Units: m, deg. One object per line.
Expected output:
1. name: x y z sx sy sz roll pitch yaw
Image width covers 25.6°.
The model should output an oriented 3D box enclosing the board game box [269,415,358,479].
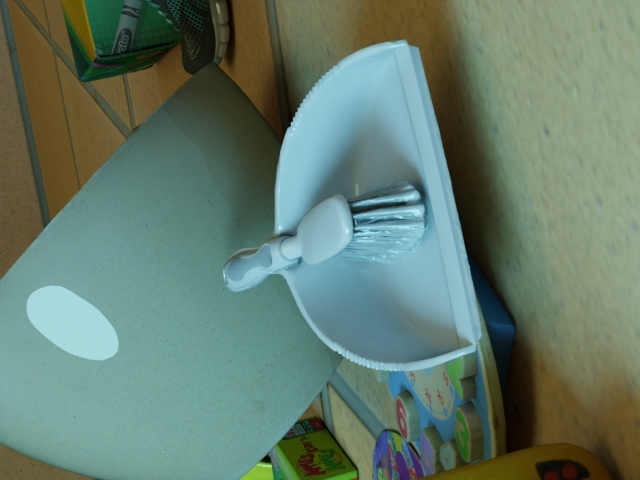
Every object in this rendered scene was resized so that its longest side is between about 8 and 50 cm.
1. board game box: 0.002 0.237 1.075 0.092 0.043 0.181 -135 35 -62

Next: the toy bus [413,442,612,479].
1. toy bus: 0.079 0.194 0.644 0.333 0.108 0.130 102 152 -59

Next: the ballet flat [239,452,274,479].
1. ballet flat: -0.098 0.109 1.172 0.231 0.077 0.077 50 155 -5

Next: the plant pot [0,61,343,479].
1. plant pot: -0.094 0.053 0.925 0.191 0.284 0.284 42 164 -4

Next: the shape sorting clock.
1. shape sorting clock: 0.049 0.043 0.749 0.206 0.040 0.206 167 90 -75

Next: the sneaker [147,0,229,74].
1. sneaker: -0.111 -0.194 1.054 0.065 0.076 0.167 -118 21 -46

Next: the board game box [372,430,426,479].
1. board game box: 0.051 0.206 0.895 0.133 0.033 0.169 116 138 -67

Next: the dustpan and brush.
1. dustpan and brush: 0.000 0.000 0.704 0.211 0.060 0.147 149 110 -71

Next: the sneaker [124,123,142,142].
1. sneaker: -0.116 -0.064 1.208 0.232 0.090 0.115 -124 45 -57

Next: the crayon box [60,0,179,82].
1. crayon box: -0.210 -0.299 1.312 0.165 0.081 0.279 176 81 -75
